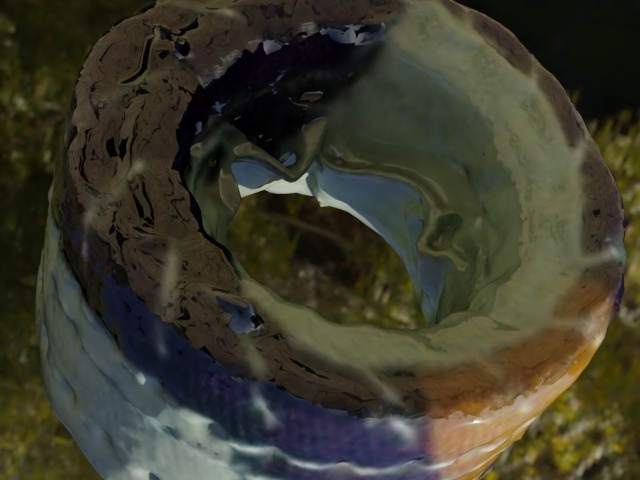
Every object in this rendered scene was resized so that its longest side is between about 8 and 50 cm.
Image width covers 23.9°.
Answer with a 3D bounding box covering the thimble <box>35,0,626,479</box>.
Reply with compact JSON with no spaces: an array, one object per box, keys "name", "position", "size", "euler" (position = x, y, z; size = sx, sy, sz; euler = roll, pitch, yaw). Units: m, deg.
[{"name":"thimble","position":[0.000,0.000,0.620],"size":[0.237,0.150,0.237],"euler":[9,-125,-13]}]
